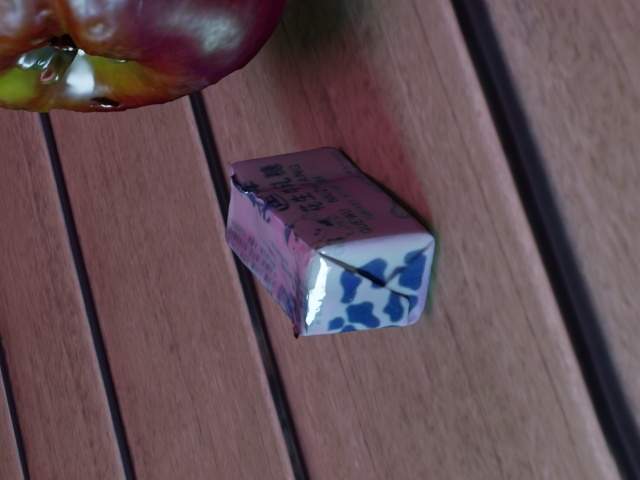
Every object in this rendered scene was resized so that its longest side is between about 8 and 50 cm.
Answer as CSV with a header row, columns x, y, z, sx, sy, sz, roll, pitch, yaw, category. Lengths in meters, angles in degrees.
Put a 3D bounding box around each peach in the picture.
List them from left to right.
x,y,z,sx,sy,sz,roll,pitch,yaw,category
-0.184,-0.298,1.071,0.353,0.339,0.416,158,109,-64,peach

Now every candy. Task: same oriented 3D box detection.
x,y,z,sx,sy,sz,roll,pitch,yaw,category
0.000,0.000,1.044,0.160,0.092,0.073,-134,42,-55,candy
